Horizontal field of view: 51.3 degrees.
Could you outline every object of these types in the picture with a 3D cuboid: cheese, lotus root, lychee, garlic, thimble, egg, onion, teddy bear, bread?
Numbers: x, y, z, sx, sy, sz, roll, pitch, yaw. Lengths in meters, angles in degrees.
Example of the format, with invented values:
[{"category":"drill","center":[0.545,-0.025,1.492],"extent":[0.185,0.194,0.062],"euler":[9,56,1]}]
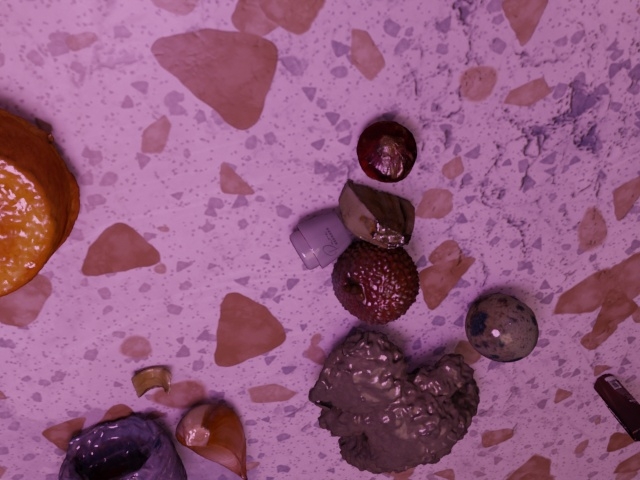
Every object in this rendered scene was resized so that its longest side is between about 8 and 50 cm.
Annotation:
[{"category":"cheese","center":[-0.329,0.282,1.335],"extent":[0.084,0.041,0.060],"euler":[-5,119,7]},{"category":"lotus root","center":[0.101,-0.031,1.176],"extent":[0.143,0.144,0.070],"euler":[20,118,-18]},{"category":"lychee","center":[0.098,0.077,1.225],"extent":[0.197,0.165,0.165],"euler":[-30,143,-50]},{"category":"garlic","center":[-0.219,0.412,1.415],"extent":[0.206,0.128,0.115],"euler":[53,56,-39]},{"category":"thimble","center":[-0.401,0.478,1.361],"extent":[0.236,0.205,0.172],"euler":[-3,124,18]},{"category":"egg","center":[0.385,0.186,1.395],"extent":[0.182,0.141,0.141],"euler":[27,114,-37]},{"category":"onion","center":[0.111,-0.148,1.126],"extent":[0.107,0.097,0.107],"euler":[2,84,-21]},{"category":"teddy bear","center":[0.147,0.320,1.418],"extent":[0.357,0.224,0.367],"euler":[-27,111,7]},{"category":"bread","center":[-0.520,-0.047,0.974],"extent":[0.312,0.172,0.312],"euler":[-7,123,-11]}]

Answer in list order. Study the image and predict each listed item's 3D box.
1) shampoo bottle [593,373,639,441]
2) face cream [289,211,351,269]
[{"category":"shampoo bottle","center":[0.750,0.424,1.597],"extent":[0.068,0.236,0.067],"euler":[-24,128,-1]},{"category":"face cream","center":[0.000,0.000,1.196],"extent":[0.095,0.091,0.091],"euler":[-31,126,-3]}]
